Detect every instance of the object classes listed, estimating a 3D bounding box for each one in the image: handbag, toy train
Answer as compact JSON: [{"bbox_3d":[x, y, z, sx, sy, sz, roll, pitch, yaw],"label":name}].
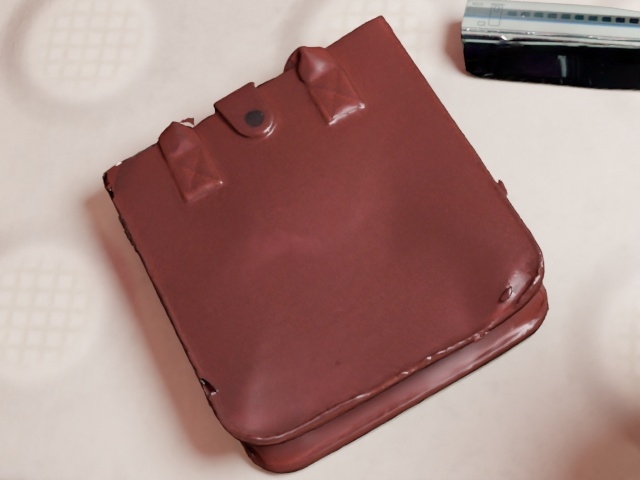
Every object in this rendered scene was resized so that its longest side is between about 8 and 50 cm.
[{"bbox_3d":[0.000,0.000,1.019,0.260,0.084,0.275,-29,64,0],"label":"handbag"},{"bbox_3d":[0.233,-0.146,1.051,0.252,0.055,0.048,7,59,13],"label":"toy train"}]
